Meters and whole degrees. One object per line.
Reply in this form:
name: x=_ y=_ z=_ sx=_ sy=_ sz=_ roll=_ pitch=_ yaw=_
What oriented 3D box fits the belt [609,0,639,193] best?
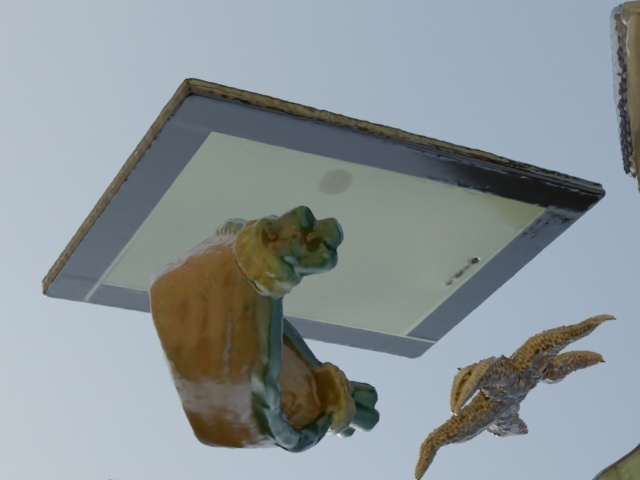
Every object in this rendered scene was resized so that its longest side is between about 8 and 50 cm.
belt: x=0.258 y=-0.091 z=0.747 sx=0.230 sy=0.139 sz=0.126 roll=5 pitch=-72 yaw=39

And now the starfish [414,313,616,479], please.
starfish: x=0.211 y=0.168 z=1.591 sx=0.277 sy=0.235 sz=0.062 roll=-45 pitch=-122 yaw=8

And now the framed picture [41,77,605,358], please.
framed picture: x=0.000 y=0.000 z=1.083 sx=0.265 sy=0.347 sz=0.016 roll=-48 pitch=-140 yaw=44

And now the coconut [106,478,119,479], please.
coconut: x=-0.099 y=0.216 z=0.776 sx=0.171 sy=0.171 sz=0.183 roll=-34 pitch=-121 yaw=17

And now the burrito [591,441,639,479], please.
burrito: x=0.314 y=0.244 z=1.109 sx=0.144 sy=0.089 sz=0.229 roll=-34 pitch=-126 yaw=-2

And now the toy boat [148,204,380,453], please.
toy boat: x=-0.022 y=0.048 z=0.666 sx=0.088 sy=0.229 sz=0.089 roll=-13 pitch=-115 yaw=-1
